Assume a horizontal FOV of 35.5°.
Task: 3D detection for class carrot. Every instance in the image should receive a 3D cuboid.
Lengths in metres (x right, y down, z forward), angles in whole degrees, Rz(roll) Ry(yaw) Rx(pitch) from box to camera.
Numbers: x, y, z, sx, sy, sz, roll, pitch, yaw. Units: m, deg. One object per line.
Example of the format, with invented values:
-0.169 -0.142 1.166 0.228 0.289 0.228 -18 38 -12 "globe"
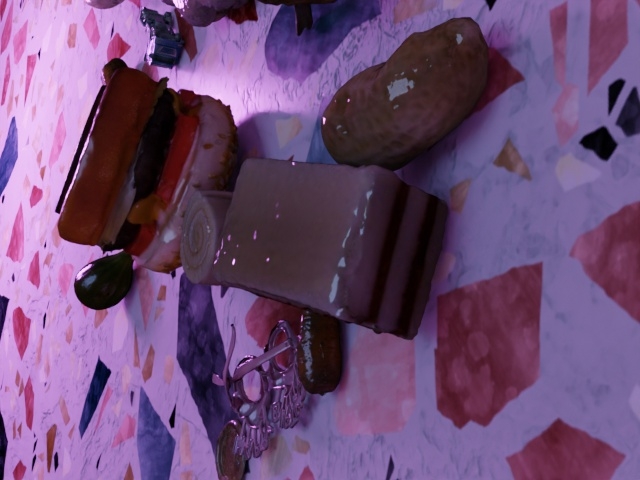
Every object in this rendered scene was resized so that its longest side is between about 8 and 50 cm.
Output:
-0.440 -0.332 2.200 0.082 0.082 0.173 -64 37 28 "carrot"
-0.002 0.115 1.348 0.060 0.060 0.186 -24 62 56 "carrot"

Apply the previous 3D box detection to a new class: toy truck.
-0.337 -0.417 2.055 0.081 0.067 0.175 -66 33 27 "toy truck"

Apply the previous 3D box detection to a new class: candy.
0.000 0.000 1.243 0.320 0.135 0.179 12 82 53 "candy"

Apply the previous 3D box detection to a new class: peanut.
0.100 -0.168 1.179 0.253 0.122 0.137 -31 38 50 "peanut"

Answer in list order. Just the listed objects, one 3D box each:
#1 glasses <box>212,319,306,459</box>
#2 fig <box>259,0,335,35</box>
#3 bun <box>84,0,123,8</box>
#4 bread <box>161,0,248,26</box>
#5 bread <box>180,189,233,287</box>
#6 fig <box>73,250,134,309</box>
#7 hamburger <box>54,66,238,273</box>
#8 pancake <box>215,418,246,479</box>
-0.095 0.218 1.453 0.255 0.095 0.162 -52 49 45 "glasses"
-0.034 -0.399 1.377 0.369 0.286 0.286 98 163 -57 "fig"
-0.452 -0.621 2.259 0.210 0.116 0.237 -34 40 56 "bun"
-0.239 -0.497 1.816 0.337 0.102 0.183 43 149 33 "bread"
-0.125 0.002 1.509 0.134 0.141 0.148 -63 33 36 "bread"
-0.430 0.073 2.076 0.177 0.117 0.117 -34 51 25 "fig"
-0.285 -0.116 1.680 0.330 0.250 0.330 -159 90 -78 "hamburger"
-0.140 0.338 1.579 0.115 0.011 0.115 -17 70 58 "pancake"
